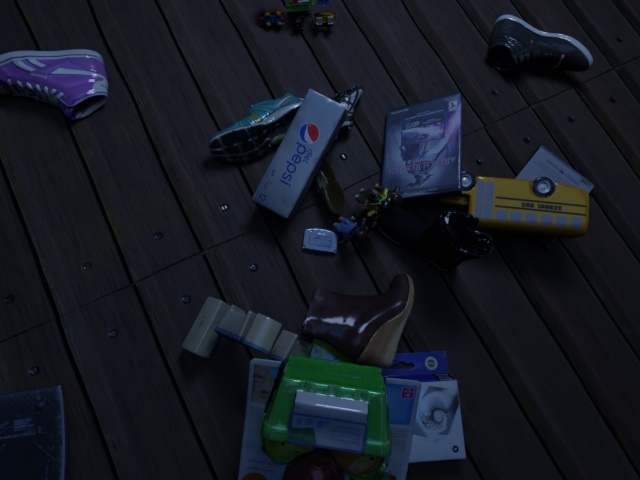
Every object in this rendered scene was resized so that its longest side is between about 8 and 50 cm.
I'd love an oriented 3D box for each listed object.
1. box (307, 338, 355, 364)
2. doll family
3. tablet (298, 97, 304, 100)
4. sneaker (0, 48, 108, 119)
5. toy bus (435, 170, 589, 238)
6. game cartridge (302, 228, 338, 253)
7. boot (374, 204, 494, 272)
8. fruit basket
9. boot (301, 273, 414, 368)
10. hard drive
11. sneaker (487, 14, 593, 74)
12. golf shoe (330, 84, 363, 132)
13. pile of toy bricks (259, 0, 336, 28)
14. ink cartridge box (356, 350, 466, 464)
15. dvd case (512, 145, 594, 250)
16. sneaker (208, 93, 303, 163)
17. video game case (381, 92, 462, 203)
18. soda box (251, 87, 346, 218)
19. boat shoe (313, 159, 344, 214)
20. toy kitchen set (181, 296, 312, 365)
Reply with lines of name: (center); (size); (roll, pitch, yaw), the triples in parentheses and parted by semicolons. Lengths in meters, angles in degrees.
box: (0.016, 0.279, 0.941); (0.105, 0.043, 0.179); (20, 69, 0)
doll family: (0.113, -0.062, 1.007); (0.076, 0.111, 0.193); (33, 92, -39)
tablet: (-0.059, -0.341, 1.140); (0.054, 0.006, 0.084); (15, 72, -2)
sneaker: (-0.660, -0.361, 1.029); (0.281, 0.102, 0.161); (-14, 78, -11)
toy bus: (0.453, -0.085, 1.045); (0.332, 0.108, 0.131); (5, 86, 7)
game cartridge: (0.000, 0.000, 1.038); (0.083, 0.017, 0.056); (9, 76, -4)
boot: (0.248, -0.029, 0.976); (0.246, 0.207, 0.094); (37, 73, 6)
fruit basket: (0.006, 0.412, 0.811); (0.326, 0.165, 0.354); (9, 93, 2)
boot: (0.088, 0.140, 0.946); (0.206, 0.090, 0.249); (25, 54, 1)
hard drive: (-0.572, 0.420, 0.822); (0.171, 0.054, 0.255); (-7, 74, -8)
sneaker: (0.612, -0.520, 1.228); (0.295, 0.105, 0.147); (29, 74, 9)
golf shoe: (0.057, -0.334, 1.126); (0.198, 0.077, 0.094); (-46, 117, -30)
pile of toy bricks: (-0.063, -0.662, 1.198); (0.212, 0.118, 0.105); (-1, 41, 2)
ink cartridge box: (0.193, 0.359, 0.935); (0.223, 0.045, 0.224); (-2, 73, -7)
dvd case: (0.590, -0.117, 1.136); (0.179, 0.030, 0.239); (41, 73, 7)
sneaker: (-0.156, -0.284, 1.079); (0.275, 0.107, 0.110); (-29, 56, -16)
video game case: (0.251, -0.227, 1.068); (0.195, 0.026, 0.275); (-6, 65, 30)
soda box: (-0.046, -0.195, 1.003); (0.098, 0.091, 0.287); (28, 94, 3)
boat shoe: (0.016, -0.128, 1.062); (0.056, 0.049, 0.152); (-1, 65, -34)
toy kitchen set: (-0.153, 0.227, 0.918); (0.207, 0.166, 0.122); (9, 65, 41)
